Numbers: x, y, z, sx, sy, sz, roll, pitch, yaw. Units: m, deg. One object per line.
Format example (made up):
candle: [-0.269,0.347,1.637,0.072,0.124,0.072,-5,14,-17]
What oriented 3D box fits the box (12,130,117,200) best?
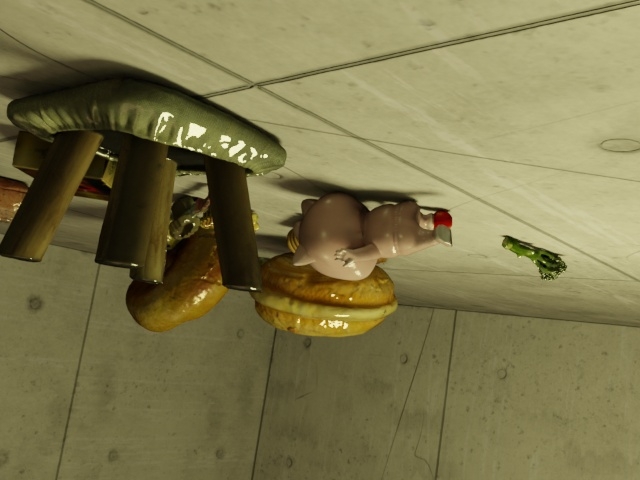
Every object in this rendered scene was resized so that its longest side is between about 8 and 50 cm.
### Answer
box: [-0.428,-0.125,1.215,0.159,0.071,0.240,11,172,-2]

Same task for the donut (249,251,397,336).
donut: [0.013,0.149,1.938,0.449,0.198,0.449,8,-171,-1]

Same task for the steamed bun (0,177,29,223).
steamed bun: [-0.778,-0.095,1.641,0.145,0.106,0.175,15,167,-37]

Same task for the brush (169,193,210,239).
brush: [-0.269,-0.065,1.449,0.071,0.084,0.301,13,165,-22]

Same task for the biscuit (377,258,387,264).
biscuit: [0.081,0.038,1.795,0.183,0.061,0.118,1,-174,35]

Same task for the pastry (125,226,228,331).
pastry: [-0.361,0.098,1.794,0.356,0.356,0.164,-1,137,49]

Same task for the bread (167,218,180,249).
bread: [-0.426,-0.030,1.756,0.156,0.064,0.117,4,137,50]

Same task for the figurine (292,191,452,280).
figurine: [0.095,0.000,1.212,0.288,0.176,0.186,-7,143,11]

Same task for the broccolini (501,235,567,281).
broccolini: [0.450,0.039,1.452,0.216,0.067,0.058,16,131,-39]

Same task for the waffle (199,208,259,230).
waffle: [-0.222,-0.052,1.565,0.161,0.046,0.192,7,171,7]

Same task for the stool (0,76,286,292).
stool: [-0.246,-0.062,0.925,0.310,0.226,0.310,0,168,37]

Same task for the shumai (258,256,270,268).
shumai: [-0.216,0.100,2.472,0.087,0.098,0.124,-15,163,28]

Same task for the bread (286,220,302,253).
bread: [0.000,0.000,1.567,0.134,0.081,0.225,12,172,-12]
